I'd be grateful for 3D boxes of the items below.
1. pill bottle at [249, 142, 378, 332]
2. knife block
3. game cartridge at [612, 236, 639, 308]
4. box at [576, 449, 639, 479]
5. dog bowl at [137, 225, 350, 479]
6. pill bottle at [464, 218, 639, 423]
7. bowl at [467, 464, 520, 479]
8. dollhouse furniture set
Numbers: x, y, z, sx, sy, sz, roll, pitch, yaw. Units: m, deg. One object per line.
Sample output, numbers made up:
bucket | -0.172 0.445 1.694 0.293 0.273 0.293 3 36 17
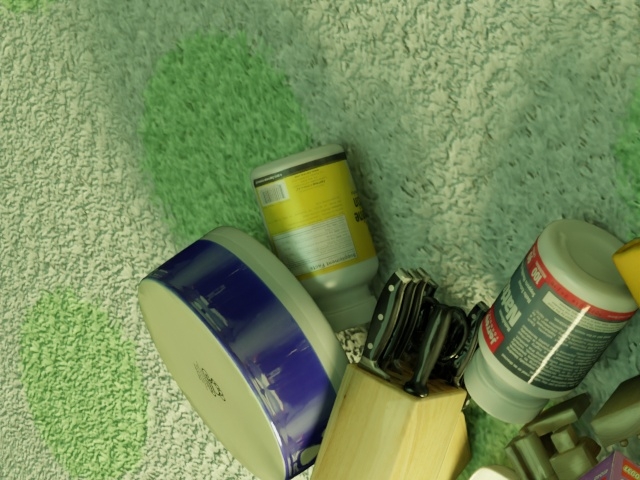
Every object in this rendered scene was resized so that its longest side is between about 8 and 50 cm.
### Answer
pill bottle | 0.000 0.000 1.343 0.103 0.103 0.184 -15 93 43
knife block | 0.062 0.171 1.258 0.088 0.275 0.242 25 148 34
game cartridge | 0.412 0.107 1.011 0.285 0.053 0.323 -26 92 48
box | 0.299 0.324 1.124 0.293 0.057 0.201 35 129 -7
dog bowl | -0.076 0.122 1.373 0.265 0.104 0.265 45 157 26
pill bottle | 0.205 0.079 1.183 0.108 0.108 0.180 45 128 22
bowl | 0.194 0.302 1.293 0.142 0.053 0.142 39 119 27
dollhouse furniture set | 0.264 0.203 1.166 0.151 0.144 0.123 -29 88 28
